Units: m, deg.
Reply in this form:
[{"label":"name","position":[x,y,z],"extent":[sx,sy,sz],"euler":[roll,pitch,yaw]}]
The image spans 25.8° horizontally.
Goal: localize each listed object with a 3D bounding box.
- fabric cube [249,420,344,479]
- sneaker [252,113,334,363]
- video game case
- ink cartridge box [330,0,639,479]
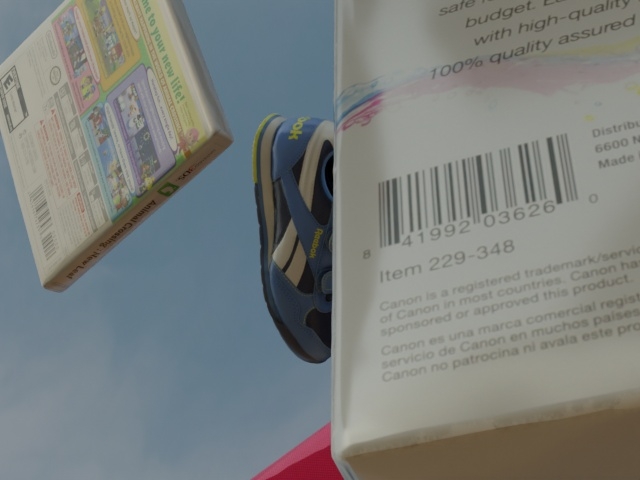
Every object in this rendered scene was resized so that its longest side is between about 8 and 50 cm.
[{"label":"fabric cube","position":[0.087,0.293,1.124],"extent":[0.258,0.254,0.259],"euler":[-33,-41,-20]},{"label":"sneaker","position":[0.000,0.000,0.781],"extent":[0.059,0.053,0.144],"euler":[-2,-77,21]},{"label":"video game case","position":[-0.163,-0.099,1.041],"extent":[0.193,0.212,0.023],"euler":[-39,-35,26]},{"label":"ink cartridge box","position":[0.127,-0.029,0.522],"extent":[0.226,0.306,0.131],"euler":[-13,-47,15]}]
